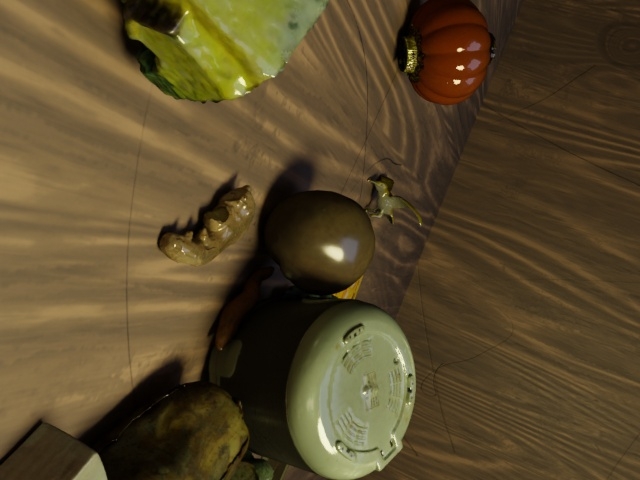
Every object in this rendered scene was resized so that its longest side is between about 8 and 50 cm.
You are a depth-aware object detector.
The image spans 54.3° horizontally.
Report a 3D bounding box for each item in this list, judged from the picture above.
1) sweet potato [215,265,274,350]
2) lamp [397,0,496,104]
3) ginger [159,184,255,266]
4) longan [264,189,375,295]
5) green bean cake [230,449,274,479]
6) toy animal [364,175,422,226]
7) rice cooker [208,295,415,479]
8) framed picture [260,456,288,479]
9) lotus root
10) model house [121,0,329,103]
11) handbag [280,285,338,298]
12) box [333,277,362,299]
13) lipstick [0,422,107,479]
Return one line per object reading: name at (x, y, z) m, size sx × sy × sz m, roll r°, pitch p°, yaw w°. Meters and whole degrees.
sweet potato at (-0.122, 0.099, 0.996) m, size 0.044 × 0.044 × 0.179 m, roll 91°, pitch 23°, yaw -51°
lamp at (0.262, -0.395, 1.300) m, size 0.223 × 0.197 × 0.223 m, roll 172°, pitch -90°, yaw -81°
ginger at (-0.136, -0.011, 0.799) m, size 0.173 × 0.051 × 0.069 m, roll -49°, pitch 152°, yaw -52°
longan at (0.000, 0.000, 1.011) m, size 0.189 × 0.189 × 0.189 m, roll -57°, pitch 160°, yaw -33°
green bean cake at (-0.179, 0.389, 0.953) m, size 0.094 × 0.173 × 0.181 m, roll 37°, pitch 74°, yaw -75°
toy animal at (0.154, -0.094, 1.540) m, size 0.155 × 0.219 × 0.095 m, roll 18°, pitch 115°, yaw -37°
rice cooker at (-0.014, 0.228, 1.015) m, size 0.288 × 0.277 × 0.288 m, roll 3°, pitch 85°, yaw -43°
framed picture at (-0.130, 0.623, 1.674) m, size 0.211 × 0.020 × 0.289 m, roll -67°, pitch 164°, yaw -3°
lotus root at (-0.205, 0.295, 0.792) m, size 0.152 × 0.160 × 0.275 m, roll -49°, pitch 172°, yaw 28°
model house at (-0.109, -0.248, 0.499) m, size 0.193 × 0.170 × 0.211 m, roll -57°, pitch 133°, yaw -13°
handbag at (-0.062, 0.214, 1.268) m, size 0.260 × 0.079 × 0.247 m, roll -69°, pitch 164°, yaw 2°
box at (0.052, 0.110, 1.550) m, size 0.152 × 0.044 × 0.269 m, roll -69°, pitch 163°, yaw 5°
lipstick at (-0.342, 0.332, 0.539) m, size 0.371 × 0.080 × 0.076 m, roll -52°, pitch 156°, yaw -42°
